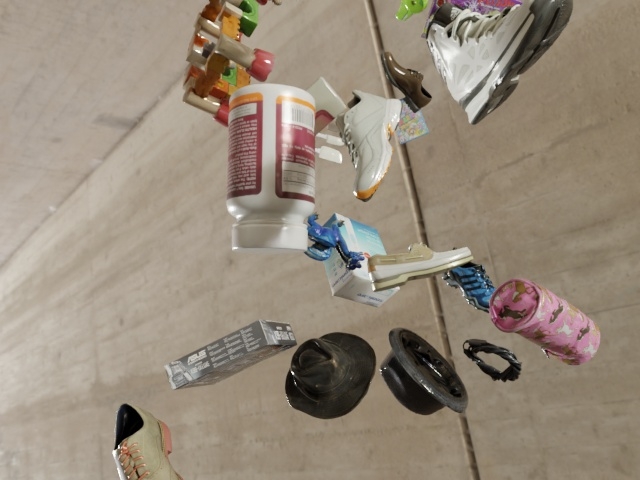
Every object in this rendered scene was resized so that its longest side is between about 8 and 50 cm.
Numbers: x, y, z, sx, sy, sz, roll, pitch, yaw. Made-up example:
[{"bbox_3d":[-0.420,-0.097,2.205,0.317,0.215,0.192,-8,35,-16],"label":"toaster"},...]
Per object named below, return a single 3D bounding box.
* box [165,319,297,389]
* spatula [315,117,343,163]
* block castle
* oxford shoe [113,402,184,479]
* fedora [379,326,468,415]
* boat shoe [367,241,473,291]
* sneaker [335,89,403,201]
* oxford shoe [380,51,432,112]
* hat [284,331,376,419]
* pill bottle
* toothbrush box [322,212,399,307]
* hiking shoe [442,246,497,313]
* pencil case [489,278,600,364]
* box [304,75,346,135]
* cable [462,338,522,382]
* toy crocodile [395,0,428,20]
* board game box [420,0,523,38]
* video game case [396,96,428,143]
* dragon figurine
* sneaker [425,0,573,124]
[{"bbox_3d":[-0.247,0.327,1.539,0.307,0.077,0.242,-27,-17,10],"label":"box"},{"bbox_3d":[-0.022,-0.385,1.928,0.241,0.168,0.019,16,-8,-6],"label":"spatula"},{"bbox_3d":[-0.258,-0.594,1.658,0.212,0.454,0.303,20,-41,-30],"label":"block castle"},{"bbox_3d":[-0.357,0.460,1.061,0.123,0.130,0.348,-37,32,-10],"label":"oxford shoe"},{"bbox_3d":[0.308,0.443,1.724,0.152,0.334,0.334,-49,-31,19],"label":"fedora"},{"bbox_3d":[0.280,0.057,1.528,0.302,0.103,0.113,-15,-14,-4],"label":"boat shoe"},{"bbox_3d":[0.078,-0.191,1.062,0.121,0.263,0.099,19,-35,-6],"label":"sneaker"},{"bbox_3d":[0.279,-0.525,1.727,0.096,0.083,0.227,-28,-60,34],"label":"oxford shoe"},{"bbox_3d":[0.005,0.387,1.687,0.331,0.331,0.134,-17,-51,23],"label":"hat"},{"bbox_3d":[-0.124,-0.168,1.355,0.223,0.393,0.224,1,-6,0],"label":"pill bottle"},{"bbox_3d":[0.128,0.071,1.921,0.216,0.296,0.126,20,-50,-34],"label":"toothbrush box"},{"bbox_3d":[0.585,0.159,2.013,0.113,0.304,0.132,-18,-47,-37],"label":"hiking shoe"},{"bbox_3d":[0.640,0.236,1.534,0.386,0.167,0.160,29,-2,-35],"label":"pencil case"},{"bbox_3d":[-0.043,-0.398,1.719,0.232,0.127,0.149,-39,13,13],"label":"box"},{"bbox_3d":[0.497,0.350,1.540,0.047,0.151,0.184,-40,16,-27],"label":"cable"},{"bbox_3d":[0.298,-0.720,1.456,0.115,0.105,0.340,-45,4,-21],"label":"toy crocodile"},{"bbox_3d":[0.547,-0.762,1.877,0.346,0.208,0.056,15,17,-7],"label":"board game box"},{"bbox_3d":[0.347,-0.484,2.148,0.119,0.166,0.015,-21,2,12],"label":"video game case"},{"bbox_3d":[0.000,0.000,1.583,0.289,0.144,0.085,17,-47,-15],"label":"dragon figurine"},{"bbox_3d":[0.345,-0.448,1.183,0.169,0.257,0.447,-38,-8,-10],"label":"sneaker"}]
